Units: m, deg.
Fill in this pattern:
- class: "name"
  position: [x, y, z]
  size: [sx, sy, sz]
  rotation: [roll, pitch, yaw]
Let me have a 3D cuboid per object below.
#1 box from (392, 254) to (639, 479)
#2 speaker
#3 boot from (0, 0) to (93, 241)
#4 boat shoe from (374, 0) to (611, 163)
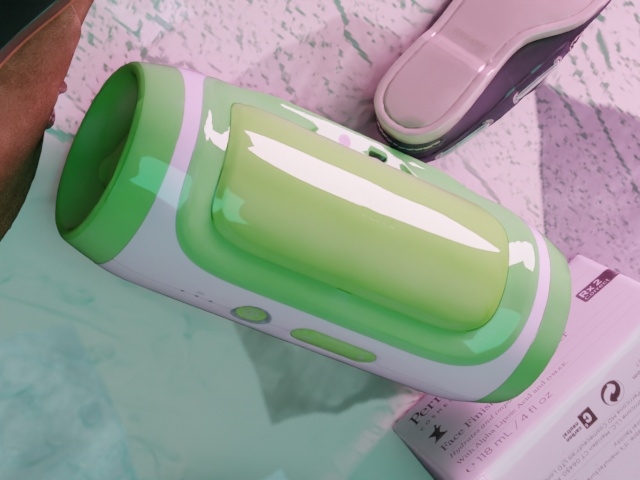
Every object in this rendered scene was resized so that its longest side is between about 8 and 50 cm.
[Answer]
- class: "box"
  position: [0.180, 0.141, 1.075]
  size: [0.181, 0.119, 0.182]
  rotation: [-43, 114, -7]
- class: "speaker"
  position: [0.000, 0.000, 0.966]
  size: [0.296, 0.131, 0.131]
  rotation: [22, 94, -24]
- class: "boot"
  position: [-0.181, -0.102, 0.901]
  size: [0.305, 0.112, 0.115]
  rotation: [-59, 155, -10]
- class: "boat shoe"
  position: [0.115, -0.125, 1.028]
  size: [0.206, 0.075, 0.065]
  rotation: [-42, 157, -13]
